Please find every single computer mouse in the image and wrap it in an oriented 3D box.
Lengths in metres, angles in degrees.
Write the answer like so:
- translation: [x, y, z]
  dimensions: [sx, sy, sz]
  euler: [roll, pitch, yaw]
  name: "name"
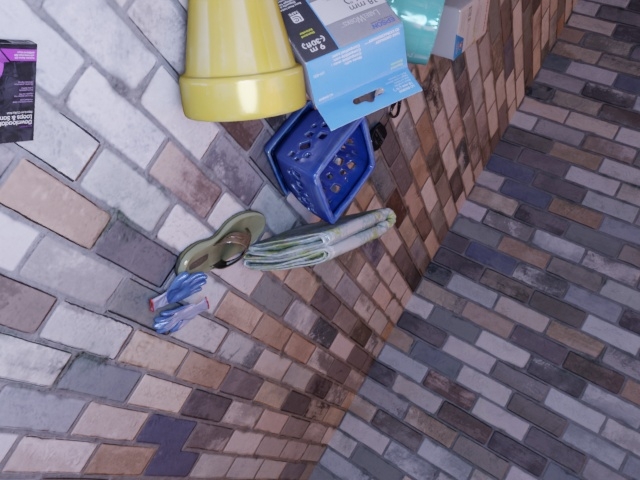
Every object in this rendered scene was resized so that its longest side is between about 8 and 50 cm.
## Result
- translation: [0.214, -0.404, 2.091]
  dimensions: [0.242, 0.041, 0.071]
  euler: [-59, 137, -20]
  name: "computer mouse"

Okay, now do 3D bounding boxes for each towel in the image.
- translation: [0.000, 0.000, 1.759]
  dimensions: [0.374, 0.320, 0.090]
  euler: [-24, 101, -52]
  name: "towel"

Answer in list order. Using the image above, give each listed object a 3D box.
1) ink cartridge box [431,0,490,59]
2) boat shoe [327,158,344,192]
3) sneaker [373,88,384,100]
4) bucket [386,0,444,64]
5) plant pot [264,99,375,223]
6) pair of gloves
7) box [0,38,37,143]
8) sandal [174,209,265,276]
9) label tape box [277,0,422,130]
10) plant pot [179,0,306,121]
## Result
- translation: [0.435, -0.742, 2.027]
  dimensions: [0.232, 0.168, 0.171]
  euler: [-43, 146, -35]
  name: "ink cartridge box"
- translation: [0.044, -0.243, 1.876]
  dimensions: [0.076, 0.080, 0.228]
  euler: [-54, 154, -31]
  name: "boat shoe"
- translation: [0.229, -0.492, 2.021]
  dimensions: [0.170, 0.068, 0.071]
  euler: [-17, 144, -45]
  name: "sneaker"
- translation: [0.227, -0.612, 1.643]
  dimensions: [0.281, 0.183, 0.281]
  euler: [13, 90, -88]
  name: "bucket"
- translation: [-0.008, -0.223, 1.646]
  dimensions: [0.236, 0.212, 0.236]
  euler: [-53, 152, -19]
  name: "plant pot"
- translation: [-0.350, 0.153, 1.523]
  dimensions: [0.159, 0.023, 0.198]
  euler: [-28, 145, -26]
  name: "pair of gloves"
- translation: [-0.503, -0.230, 0.950]
  dimensions: [0.116, 0.029, 0.162]
  euler: [-22, 134, -53]
  name: "box"
- translation: [-0.244, 0.027, 1.583]
  dimensions: [0.303, 0.086, 0.120]
  euler: [-39, 145, -40]
  name: "sandal"
- translation: [0.047, -0.436, 1.329]
  dimensions: [0.240, 0.334, 0.106]
  euler: [-26, 159, -12]
  name: "label tape box"
- translation: [-0.164, -0.380, 1.219]
  dimensions: [0.254, 0.254, 0.239]
  euler: [-31, 123, -48]
  name: "plant pot"
